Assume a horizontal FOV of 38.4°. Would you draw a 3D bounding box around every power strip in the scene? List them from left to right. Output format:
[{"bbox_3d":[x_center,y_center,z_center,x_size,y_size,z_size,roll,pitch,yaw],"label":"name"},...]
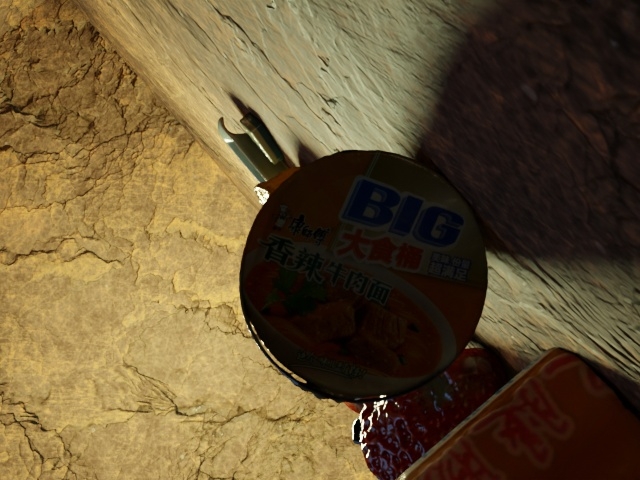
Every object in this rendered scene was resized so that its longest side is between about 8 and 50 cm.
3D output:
[{"bbox_3d":[-0.124,-0.214,1.953,0.056,0.032,0.123,45,174,42],"label":"power strip"}]

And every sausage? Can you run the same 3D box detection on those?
[{"bbox_3d":[0.266,0.305,1.167,0.233,0.287,0.233,51,172,10],"label":"sausage"}]

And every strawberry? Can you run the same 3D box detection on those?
[{"bbox_3d":[0.224,0.335,1.665,0.292,0.291,0.310,49,164,-4],"label":"strawberry"}]

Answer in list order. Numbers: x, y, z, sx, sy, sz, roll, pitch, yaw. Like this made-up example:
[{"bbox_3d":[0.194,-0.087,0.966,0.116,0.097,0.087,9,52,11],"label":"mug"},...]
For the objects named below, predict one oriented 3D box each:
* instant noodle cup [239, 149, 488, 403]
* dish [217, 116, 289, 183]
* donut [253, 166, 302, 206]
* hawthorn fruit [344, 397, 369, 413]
[{"bbox_3d":[0.055,0.038,1.147,0.296,0.296,0.214,49,-176,2],"label":"instant noodle cup"},{"bbox_3d":[-0.142,-0.193,2.072,0.234,0.064,0.154,49,175,-11],"label":"dish"},{"bbox_3d":[-0.004,-0.032,1.893,0.303,0.110,0.303,47,172,9],"label":"donut"},{"bbox_3d":[0.157,0.331,2.439,0.284,0.284,0.284,48,174,6],"label":"hawthorn fruit"}]
